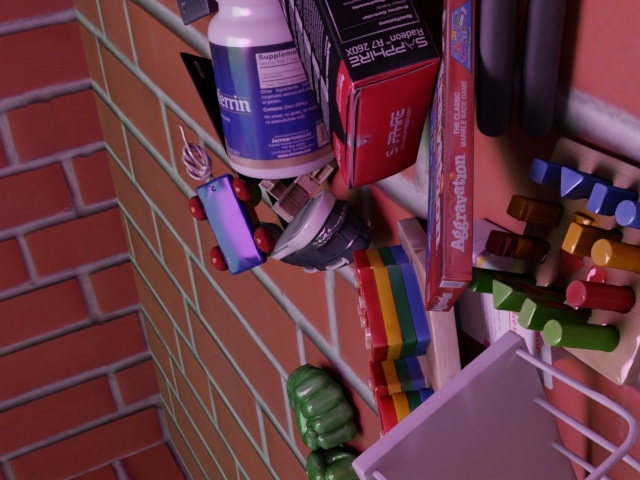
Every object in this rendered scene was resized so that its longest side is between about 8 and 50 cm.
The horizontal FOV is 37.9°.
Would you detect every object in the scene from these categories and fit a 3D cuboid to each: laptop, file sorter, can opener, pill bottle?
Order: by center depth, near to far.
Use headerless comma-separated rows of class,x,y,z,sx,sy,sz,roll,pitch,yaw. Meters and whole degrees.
can opener,0.168,-0.227,0.774,0.095,0.075,0.284,-82,-10,-54
file sorter,0.194,0.266,0.829,0.173,0.192,0.278,31,153,54
pill bottle,-0.063,-0.227,1.211,0.153,0.153,0.265,39,141,55
laptop,-0.125,-0.140,1.463,0.234,0.136,0.264,64,158,20

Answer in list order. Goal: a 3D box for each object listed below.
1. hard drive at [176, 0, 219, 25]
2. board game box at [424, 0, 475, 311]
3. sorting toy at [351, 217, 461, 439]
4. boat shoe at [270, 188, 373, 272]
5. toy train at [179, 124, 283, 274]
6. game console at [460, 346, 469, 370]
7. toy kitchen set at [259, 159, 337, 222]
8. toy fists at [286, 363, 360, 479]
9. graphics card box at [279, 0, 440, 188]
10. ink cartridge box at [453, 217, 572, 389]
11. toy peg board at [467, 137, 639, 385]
hard drive,-0.217,-0.489,1.517,0.172,0.054,0.255,11,117,66
board game box,0.116,-0.087,0.837,0.145,0.027,0.281,92,-179,-75
sorting toy,0.096,0.129,1.047,0.255,0.089,0.257,-98,-1,-76
boat shoe,0.000,0.000,1.313,0.091,0.114,0.302,33,177,-6
toy train,-0.141,-0.077,1.506,0.248,0.105,0.143,67,-160,0
game console,0.201,0.221,1.118,0.124,0.085,0.144,24,138,22
toy kitchen set,-0.036,-0.087,1.300,0.068,0.083,0.075,39,138,-4
toy fists,0.014,0.348,1.583,0.142,0.096,0.279,12,117,65
graphics card box,0.010,-0.268,0.964,0.233,0.094,0.371,87,164,-70
ink cartridge box,0.193,0.059,0.928,0.181,0.061,0.104,37,140,57
toy peg board,0.201,0.009,0.757,0.161,0.079,0.161,39,116,54
